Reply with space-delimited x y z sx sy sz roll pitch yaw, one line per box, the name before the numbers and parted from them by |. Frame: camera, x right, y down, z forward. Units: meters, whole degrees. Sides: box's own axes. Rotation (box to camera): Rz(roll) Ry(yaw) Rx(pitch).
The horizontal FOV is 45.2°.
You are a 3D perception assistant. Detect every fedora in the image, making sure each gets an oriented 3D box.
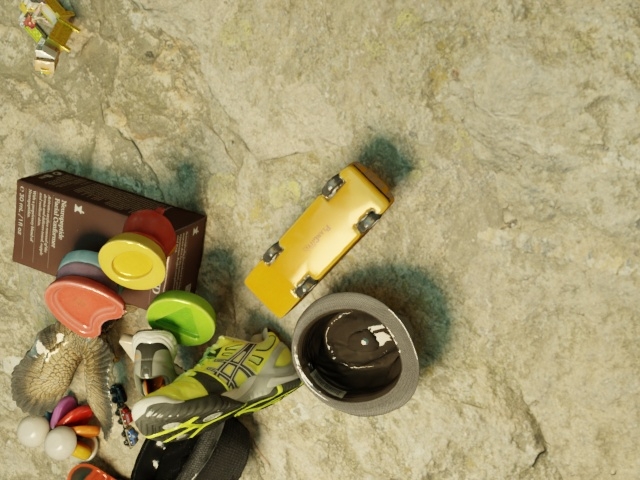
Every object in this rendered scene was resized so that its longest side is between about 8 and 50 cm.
fedora | -0.257 0.459 1.611 0.152 0.334 0.334 34 118 -23
fedora | 0.082 0.199 1.449 0.275 0.124 0.244 -27 91 34

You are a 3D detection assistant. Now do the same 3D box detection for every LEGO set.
LEGO set | -0.563 -0.411 1.534 0.107 0.132 0.287 -43 64 31

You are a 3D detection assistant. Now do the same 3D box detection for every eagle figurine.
eagle figurine | -0.506 0.255 1.646 0.225 0.298 0.226 31 159 -29

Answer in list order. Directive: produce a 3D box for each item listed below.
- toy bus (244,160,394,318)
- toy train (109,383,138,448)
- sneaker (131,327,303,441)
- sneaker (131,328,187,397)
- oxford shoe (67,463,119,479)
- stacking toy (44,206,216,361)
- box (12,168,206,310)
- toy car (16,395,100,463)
toy bus | 0.000 0.000 1.424 0.108 0.130 0.333 45 115 6
toy train | -0.449 0.405 1.770 0.036 0.027 0.158 -10 100 13
sneaker | -0.202 0.268 1.453 0.145 0.384 0.147 -40 69 34
sneaker | -0.312 0.279 1.487 0.100 0.108 0.272 -2 142 3
oxford shoe | -0.472 0.614 1.815 0.271 0.097 0.098 39 158 -3
stacking toy | -0.345 0.088 1.476 0.309 0.130 0.279 -26 123 31
box | -0.442 -0.001 1.595 0.381 0.143 0.191 16 110 15
toy car | -0.595 0.431 1.783 0.182 0.159 0.136 18 75 17
